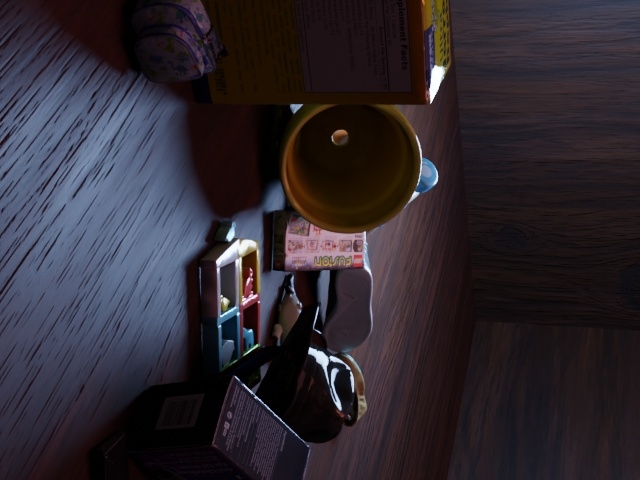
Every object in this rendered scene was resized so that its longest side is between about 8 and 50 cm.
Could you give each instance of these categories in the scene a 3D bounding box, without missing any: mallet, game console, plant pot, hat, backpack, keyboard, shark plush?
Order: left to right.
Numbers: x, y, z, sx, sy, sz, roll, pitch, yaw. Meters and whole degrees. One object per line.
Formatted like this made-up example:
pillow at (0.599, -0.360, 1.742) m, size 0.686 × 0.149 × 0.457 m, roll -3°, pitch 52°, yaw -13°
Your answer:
keyboard at (-0.267, 0.342, 1.281) m, size 0.108 × 0.023 × 0.180 m, roll -47°, pitch 136°, yaw -75°
backpack at (-0.190, -0.262, 1.309) m, size 0.084 × 0.105 × 0.114 m, roll -73°, pitch 153°, yaw -42°
game console at (-0.107, 0.226, 1.573) m, size 0.144 × 0.085 × 0.124 m, roll 18°, pitch 69°, yaw -73°
mallet at (-0.078, -0.254, 1.815) m, size 0.062 × 0.039 × 0.190 m, roll 15°, pitch 81°, yaw -74°
shark plush at (-0.067, 0.142, 1.927) m, size 0.067 × 0.073 × 0.161 m, roll 102°, pitch -24°, yaw -66°
hat at (-0.023, 0.256, 1.644) m, size 0.331 × 0.134 × 0.331 m, roll -60°, pitch -174°, yaw 11°
plant pot at (0.046, -0.169, 1.887) m, size 0.239 × 0.254 × 0.254 m, roll -100°, pitch -174°, yaw -69°

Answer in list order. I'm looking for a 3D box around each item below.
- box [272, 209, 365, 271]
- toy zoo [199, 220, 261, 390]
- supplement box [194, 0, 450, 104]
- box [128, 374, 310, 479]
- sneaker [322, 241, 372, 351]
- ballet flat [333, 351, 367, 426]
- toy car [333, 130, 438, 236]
box at (0.000, 0.000, 1.928) m, size 0.207 × 0.036 × 0.114 m, roll 0°, pitch 93°, yaw -42°
toy zoo at (-0.143, 0.113, 1.646) m, size 0.192 × 0.030 × 0.293 m, roll -27°, pitch 119°, yaw -71°
supplement box at (0.000, -0.322, 1.499) m, size 0.195 × 0.356 × 0.194 m, roll -60°, pitch 148°, yaw -57°
box at (-0.135, 0.287, 1.393) m, size 0.207 × 0.153 × 0.108 m, roll 50°, pitch 41°, yaw -37°
sneaker at (0.060, 0.107, 2.186) m, size 0.296 × 0.104 × 0.147 m, roll 97°, pitch -6°, yaw -45°
ballet flat at (0.061, 0.344, 2.296) m, size 0.073 × 0.080 × 0.232 m, roll -58°, pitch 148°, yaw -32°
toy car at (0.084, -0.143, 2.200) m, size 0.210 × 0.219 × 0.238 m, roll -37°, pitch 87°, yaw -39°
